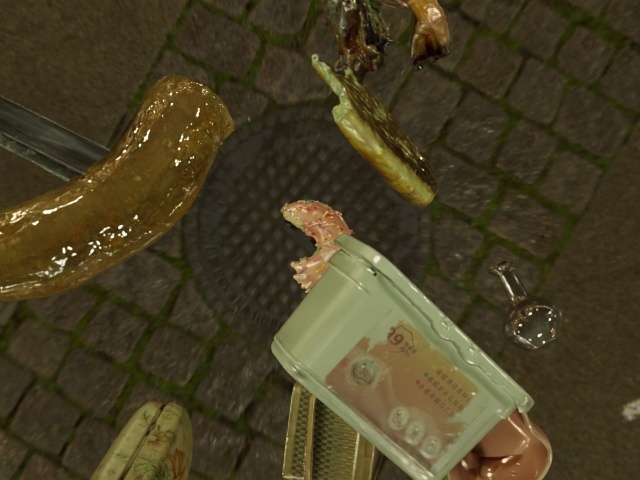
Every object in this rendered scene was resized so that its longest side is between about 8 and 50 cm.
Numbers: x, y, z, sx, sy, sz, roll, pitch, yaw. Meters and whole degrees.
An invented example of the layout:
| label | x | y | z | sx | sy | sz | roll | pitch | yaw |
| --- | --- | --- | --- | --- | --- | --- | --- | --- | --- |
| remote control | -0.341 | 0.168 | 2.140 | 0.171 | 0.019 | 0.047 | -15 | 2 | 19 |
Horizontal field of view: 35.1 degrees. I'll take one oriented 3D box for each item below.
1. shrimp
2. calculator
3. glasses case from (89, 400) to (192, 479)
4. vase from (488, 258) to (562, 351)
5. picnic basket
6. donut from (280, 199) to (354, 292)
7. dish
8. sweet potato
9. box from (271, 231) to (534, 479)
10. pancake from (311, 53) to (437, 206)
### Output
| label | x | y | z | sx | sy | sz | roll | pitch | yaw |
| --- | --- | --- | --- | --- | --- | --- | --- | --- | --- |
| shrimp | 0.072 | -0.249 | 1.089 | 0.178 | 0.289 | 0.075 | 32 | 70 | 28 |
| calculator | -0.332 | -0.126 | 1.063 | 0.262 | 0.161 | 0.021 | 27 | 102 | -8 |
| glasses case | -0.224 | 0.328 | 1.083 | 0.098 | 0.425 | 0.156 | 11 | 114 | 5 |
| vase | 0.392 | 0.121 | 1.966 | 0.120 | 0.120 | 0.182 | -25 | 80 | -2 |
| picnic basket | 0.034 | 0.301 | 1.664 | 0.139 | 0.267 | 0.165 | 8 | 94 | 9 |
| donut | 0.000 | 0.000 | 1.711 | 0.117 | 0.065 | 0.166 | -17 | 76 | 4 |
| dish | 0.264 | 0.309 | 1.617 | 0.214 | 0.090 | 0.213 | 8 | 114 | 17 |
| sweet potato | -0.192 | -0.025 | 0.794 | 0.286 | 0.085 | 0.112 | -31 | 80 | -7 |
| box | 0.094 | 0.161 | 1.287 | 0.312 | 0.175 | 0.182 | 42 | 88 | -18 |
| pancake | 0.095 | -0.184 | 1.763 | 0.067 | 0.427 | 0.304 | -37 | 87 | 14 |
